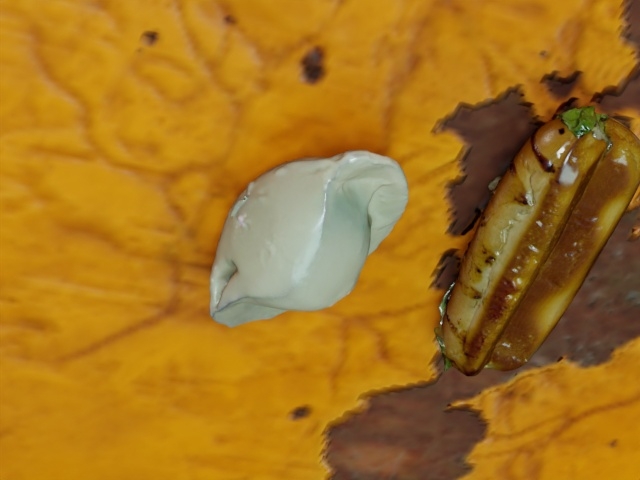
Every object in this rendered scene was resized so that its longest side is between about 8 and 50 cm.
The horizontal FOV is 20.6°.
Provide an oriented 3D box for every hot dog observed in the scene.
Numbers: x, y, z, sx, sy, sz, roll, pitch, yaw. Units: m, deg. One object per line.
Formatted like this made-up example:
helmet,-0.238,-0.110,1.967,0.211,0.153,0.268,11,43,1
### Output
hot dog,0.070,0.001,0.594,0.049,0.037,0.122,-2,136,-32

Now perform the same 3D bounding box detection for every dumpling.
dumpling,-0.001,0.000,0.564,0.059,0.043,0.077,5,113,-44
